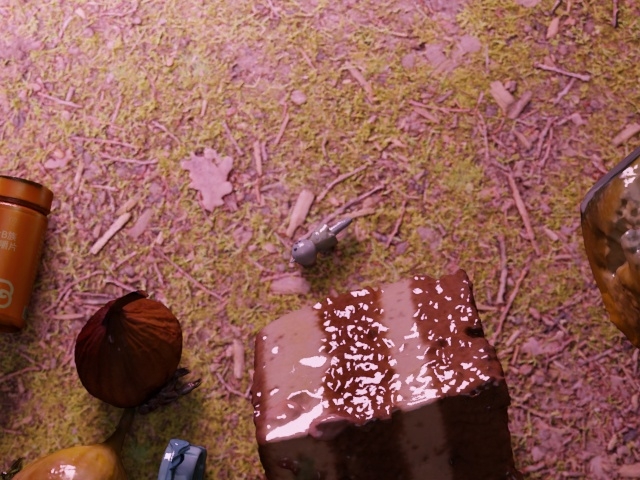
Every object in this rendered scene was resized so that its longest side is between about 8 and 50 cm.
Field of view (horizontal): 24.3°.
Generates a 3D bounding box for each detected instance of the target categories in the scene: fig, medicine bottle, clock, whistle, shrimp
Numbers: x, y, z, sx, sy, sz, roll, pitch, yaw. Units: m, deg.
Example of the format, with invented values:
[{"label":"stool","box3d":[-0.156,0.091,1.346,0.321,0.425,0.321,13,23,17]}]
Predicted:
[{"label":"fig","box3d":[-0.250,0.121,1.853,0.133,0.201,0.146,11,67,11]},{"label":"medicine bottle","box3d":[-0.415,0.019,1.946,0.096,0.096,0.192,10,77,5]},{"label":"clock","box3d":[-0.175,0.299,1.836,0.045,0.147,0.108,8,77,5]},{"label":"fig","box3d":[-0.295,0.296,1.864,0.159,0.159,0.257,22,56,8]},{"label":"whistle","box3d":[0.000,0.000,1.963,0.100,0.035,0.035,-36,77,-8]},{"label":"shrimp","box3d":[-0.200,0.192,1.929,0.092,0.029,0.038,-25,68,-9]}]

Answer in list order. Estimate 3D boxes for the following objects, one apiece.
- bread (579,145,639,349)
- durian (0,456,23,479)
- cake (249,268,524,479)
[{"label":"bread","box3d":[0.511,-0.055,1.849,0.395,0.239,0.264,-41,77,-10]},{"label":"durian","box3d":[-0.474,0.343,1.890,0.100,0.086,0.215,41,83,-23]},{"label":"cake","box3d":[0.074,0.212,1.748,0.290,0.256,0.282,-10,32,2]}]
